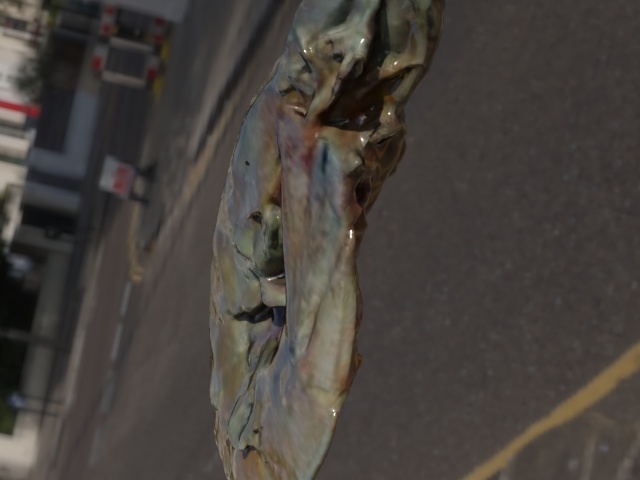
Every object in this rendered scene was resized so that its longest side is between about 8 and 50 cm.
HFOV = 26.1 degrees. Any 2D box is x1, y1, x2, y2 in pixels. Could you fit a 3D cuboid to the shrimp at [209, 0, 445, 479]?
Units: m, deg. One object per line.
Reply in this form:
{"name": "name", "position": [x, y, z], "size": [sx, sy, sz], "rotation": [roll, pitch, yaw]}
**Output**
{"name": "shrimp", "position": [0.000, 0.000, 0.556], "size": [0.317, 0.062, 0.164], "rotation": [111, 154, -45]}
